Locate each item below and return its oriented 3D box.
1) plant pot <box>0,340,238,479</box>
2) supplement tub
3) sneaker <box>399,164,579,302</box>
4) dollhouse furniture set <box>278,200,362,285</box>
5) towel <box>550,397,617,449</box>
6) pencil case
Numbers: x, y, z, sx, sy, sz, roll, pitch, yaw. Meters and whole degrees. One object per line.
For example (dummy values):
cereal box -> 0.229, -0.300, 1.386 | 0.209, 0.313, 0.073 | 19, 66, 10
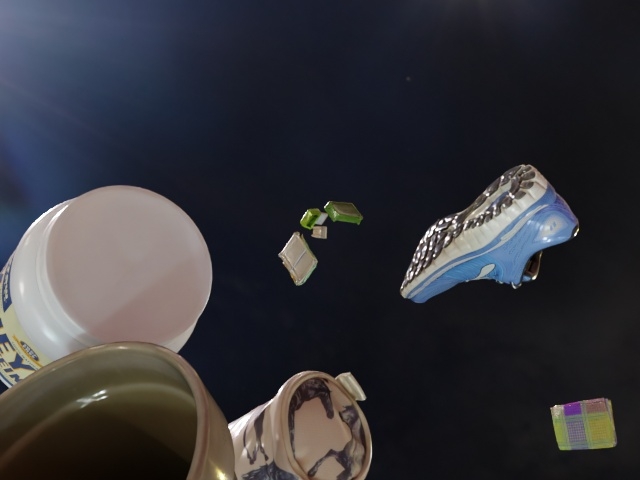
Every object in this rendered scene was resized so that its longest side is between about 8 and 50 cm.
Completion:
plant pot -> -0.188, 0.306, 0.757 | 0.323, 0.323, 0.280 | -95, -19, -52
supplement tub -> -0.297, 0.080, 1.030 | 0.235, 0.325, 0.235 | 13, -116, -28
sneaker -> 0.245, 0.028, 1.179 | 0.147, 0.330, 0.129 | 37, -129, -12
dollhouse furniture set -> 0.000, 0.000, 1.311 | 0.059, 0.151, 0.076 | 6, -141, -45
towel -> 0.335, 0.235, 0.999 | 0.009, 0.083, 0.060 | 7, -111, -41
pencil case -> -0.105, 0.321, 1.079 | 0.160, 0.410, 0.183 | 41, -143, -15
